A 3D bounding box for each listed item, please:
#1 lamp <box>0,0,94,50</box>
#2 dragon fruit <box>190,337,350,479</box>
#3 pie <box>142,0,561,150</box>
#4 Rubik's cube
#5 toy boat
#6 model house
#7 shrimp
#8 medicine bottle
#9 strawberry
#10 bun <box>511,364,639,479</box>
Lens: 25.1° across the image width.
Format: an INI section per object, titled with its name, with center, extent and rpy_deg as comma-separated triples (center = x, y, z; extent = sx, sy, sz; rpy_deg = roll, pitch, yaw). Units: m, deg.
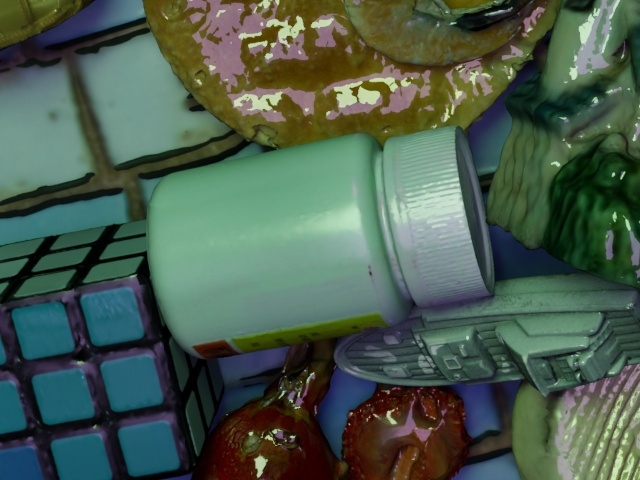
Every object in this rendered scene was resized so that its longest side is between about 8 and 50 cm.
[lamp]
center = -0.247, -0.227, 1.014
extent = 0.161, 0.161, 0.185
rpy_deg = -24, 104, 10
[dragon fruit]
center = -0.031, 0.162, 1.130
extent = 0.125, 0.125, 0.246
rpy_deg = 22, 89, 14
[pie]
center = 0.020, -0.217, 1.037
extent = 0.339, 0.083, 0.340
rpy_deg = 1, 106, 2
[Rubik's cube]
center = -0.174, 0.086, 1.087
extent = 0.160, 0.163, 0.162
rpy_deg = -11, 107, 8
[toy boat]
center = 0.117, 0.073, 1.034
extent = 0.260, 0.085, 0.078
rpy_deg = -9, 127, 35
[model house]
center = 0.293, -0.096, 0.961
extent = 0.298, 0.243, 0.284
rpy_deg = 12, 96, -13
[shrimp]
center = 0.094, -0.223, 0.967
extent = 0.152, 0.046, 0.219
rpy_deg = 3, 110, -4
[medicine bottle]
center = 0.000, 0.000, 1.015
extent = 0.225, 0.139, 0.139
rpy_deg = -12, 104, 13
[strawberry]
center = 0.066, 0.172, 1.150
extent = 0.103, 0.048, 0.152
rpy_deg = 13, 102, 4
[bun]
center = 0.243, 0.144, 1.096
extent = 0.222, 0.127, 0.222
rpy_deg = 0, 90, -5
